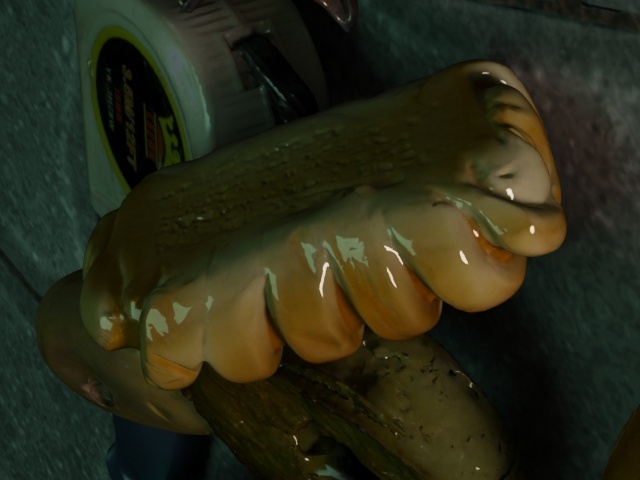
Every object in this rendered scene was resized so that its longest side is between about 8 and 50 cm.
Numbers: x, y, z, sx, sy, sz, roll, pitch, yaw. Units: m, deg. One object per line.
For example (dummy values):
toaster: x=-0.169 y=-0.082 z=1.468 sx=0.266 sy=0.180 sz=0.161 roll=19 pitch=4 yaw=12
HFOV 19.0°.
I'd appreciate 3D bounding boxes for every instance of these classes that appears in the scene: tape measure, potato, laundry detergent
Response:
tape measure: x=-0.073 y=-0.068 z=1.375 sx=0.231 sy=0.133 sz=0.271 roll=42 pitch=140 yaw=42
potato: x=-0.119 y=0.082 z=1.498 sx=0.234 sy=0.146 sz=0.150 roll=9 pitch=118 yaw=44
laundry detergent: x=-0.145 y=0.173 z=1.675 sx=0.097 sy=0.061 sz=0.206 roll=33 pitch=136 yaw=27

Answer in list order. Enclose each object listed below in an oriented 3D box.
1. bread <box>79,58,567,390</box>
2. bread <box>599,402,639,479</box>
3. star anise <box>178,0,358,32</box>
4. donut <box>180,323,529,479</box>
bread: x=0.000 y=0.000 z=1.188 sx=0.311 sy=0.173 sz=0.121 roll=-17 pitch=130 yaw=17
bread: x=0.248 y=0.185 z=1.115 sx=0.210 sy=0.099 sz=0.235 roll=41 pitch=139 yaw=32
star anise: x=-0.041 y=-0.244 z=1.229 sx=0.231 sy=0.089 sz=0.209 roll=46 pitch=114 yaw=14
donut: x=0.035 y=0.127 z=1.314 sx=0.272 sy=0.107 sz=0.272 roll=34 pitch=160 yaw=14
